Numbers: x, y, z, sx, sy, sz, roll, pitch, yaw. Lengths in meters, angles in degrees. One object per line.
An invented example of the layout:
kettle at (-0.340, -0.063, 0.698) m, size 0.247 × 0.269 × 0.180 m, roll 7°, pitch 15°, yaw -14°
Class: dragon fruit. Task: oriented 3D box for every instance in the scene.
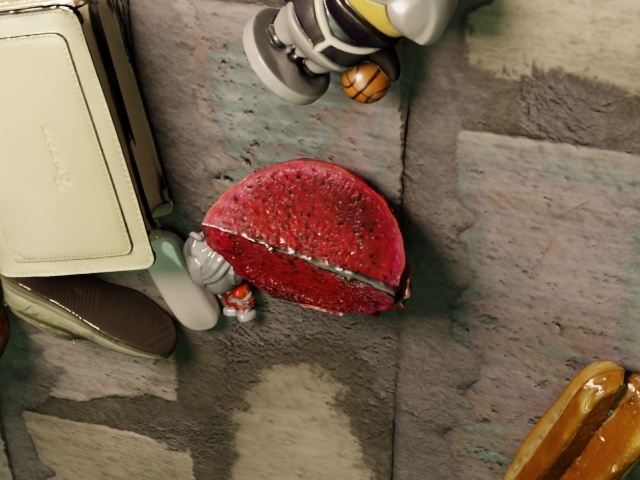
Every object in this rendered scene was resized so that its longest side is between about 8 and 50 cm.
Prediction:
dragon fruit at (0.000, 0.000, 1.389) m, size 0.262 × 0.163 × 0.189 m, roll 22°, pitch 96°, yaw 7°

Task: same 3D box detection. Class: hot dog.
hot dog at (0.340, 0.288, 1.513) m, size 0.135 × 0.100 × 0.337 m, roll 29°, pitch 129°, yaw 7°

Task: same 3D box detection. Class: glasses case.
glasses case at (-0.192, 0.056, 1.557) m, size 0.063 × 0.041 × 0.164 m, roll -11°, pitch 122°, yaw 28°

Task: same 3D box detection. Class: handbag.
handbag at (-0.338, -0.137, 1.381) m, size 0.237 × 0.160 × 0.358 m, roll -7°, pitch 124°, yaw 7°

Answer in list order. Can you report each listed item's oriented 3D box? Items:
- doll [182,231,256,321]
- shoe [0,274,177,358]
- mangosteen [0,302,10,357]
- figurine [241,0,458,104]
doll at (-0.134, 0.044, 1.513) m, size 0.094 × 0.079 × 0.180 m, roll 19°, pitch 148°, yaw 36°
shoe at (-0.334, 0.105, 1.610) m, size 0.275 × 0.103 × 0.098 m, roll 27°, pitch 131°, yaw 6°
mangosteen at (-0.637, 0.100, 1.548) m, size 0.382 × 0.382 × 0.435 m, roll -7°, pitch 134°, yaw 24°
figurine at (0.045, -0.241, 1.194) m, size 0.176 × 0.133 × 0.236 m, roll 38°, pitch 132°, yaw -22°
